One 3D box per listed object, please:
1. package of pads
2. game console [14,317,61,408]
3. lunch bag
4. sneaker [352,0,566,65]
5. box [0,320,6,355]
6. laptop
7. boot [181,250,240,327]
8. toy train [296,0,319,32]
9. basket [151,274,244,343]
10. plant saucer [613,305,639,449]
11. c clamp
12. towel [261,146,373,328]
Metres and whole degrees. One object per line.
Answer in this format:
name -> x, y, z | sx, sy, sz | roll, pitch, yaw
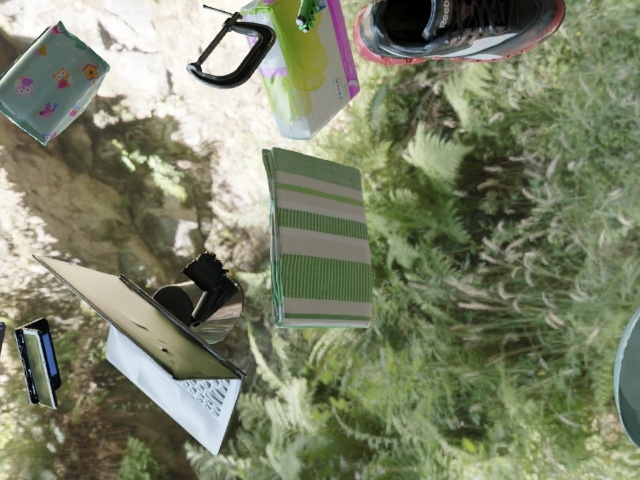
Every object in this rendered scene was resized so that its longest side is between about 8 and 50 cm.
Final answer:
package of pads -> -0.033, -0.385, 1.206 | 0.229, 0.101, 0.296 | -50, -45, -35
game console -> -0.420, 0.187, 0.894 | 0.107, 0.071, 0.122 | -44, -54, -79
lunch bag -> -0.577, -0.336, 1.235 | 0.160, 0.223, 0.262 | 42, 175, -28
sneaker -> 0.179, -0.280, 0.733 | 0.135, 0.276, 0.097 | -68, -25, -81
box -> -0.592, 0.172, 0.990 | 0.083, 0.018, 0.067 | 6, -72, -41
laptop -> -0.373, 0.250, 1.164 | 0.236, 0.382, 0.407 | -27, -35, -52
boot -> -0.216, 0.086, 1.060 | 0.121, 0.045, 0.099 | -44, -77, -27
toy train -> -0.014, -0.300, 0.732 | 0.024, 0.017, 0.083 | 32, -120, -37
basket -> -0.320, 0.177, 1.468 | 0.204, 0.154, 0.227 | -56, -17, 5
plant saucer -> 0.355, 0.119, 0.584 | 0.037, 0.195, 0.194 | -158, 56, -65
c clamp -> -0.137, -0.274, 0.823 | 0.022, 0.137, 0.160 | 83, -156, -56
towel -> 0.000, 0.000, 1.063 | 0.248, 0.038, 0.324 | 9, -111, -42
